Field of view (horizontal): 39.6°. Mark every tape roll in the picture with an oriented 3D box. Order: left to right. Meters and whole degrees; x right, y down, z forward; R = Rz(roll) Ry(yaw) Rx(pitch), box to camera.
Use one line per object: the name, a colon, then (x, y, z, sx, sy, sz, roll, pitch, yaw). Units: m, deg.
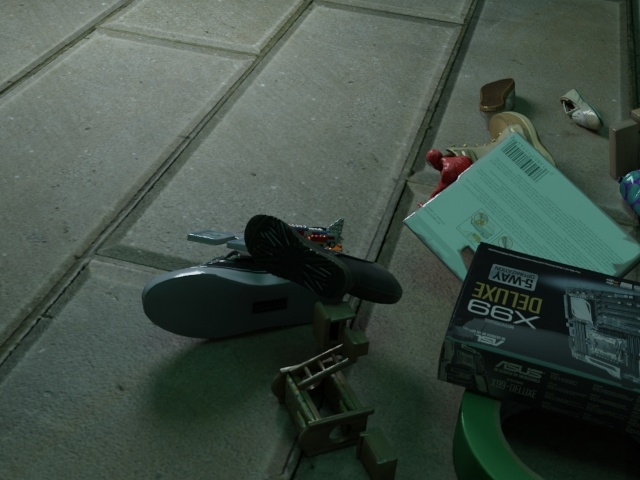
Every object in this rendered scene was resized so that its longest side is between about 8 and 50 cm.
tape roll: (0.332, 0.266, 1.131, 0.321, 0.077, 0.321, 3, 35, -2)

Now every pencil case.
pencil case: (0.619, -0.073, 1.661, 0.064, 0.070, 0.152, -4, 36, -13)

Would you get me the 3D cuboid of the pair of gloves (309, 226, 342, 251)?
pair of gloves: (0.000, 0.000, 1.531, 0.074, 0.010, 0.083, 2, 32, -2)

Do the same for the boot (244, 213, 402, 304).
boot: (0.009, 0.031, 1.261, 0.189, 0.076, 0.208, 37, 16, 20)

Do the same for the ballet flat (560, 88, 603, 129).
ballet flat: (0.582, -0.285, 1.992, 0.052, 0.057, 0.168, -23, 31, 8)

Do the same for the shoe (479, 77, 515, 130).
shoe: (0.395, -0.310, 1.996, 0.076, 0.058, 0.219, -4, 26, 23)

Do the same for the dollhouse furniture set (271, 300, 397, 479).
dollhouse furniture set: (0.017, 0.195, 1.119, 0.101, 0.161, 0.182, -10, 36, -20)

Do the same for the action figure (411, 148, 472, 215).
action figure: (0.279, -0.044, 1.577, 0.280, 0.139, 0.091, 45, 44, 14)

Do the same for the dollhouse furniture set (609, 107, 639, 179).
dollhouse furniture set: (0.639, -0.210, 1.821, 0.151, 0.144, 0.123, -19, 34, -8)

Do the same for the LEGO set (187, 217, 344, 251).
LEGO set: (-0.077, -0.016, 1.421, 0.182, 0.060, 0.244, 11, 8, 18)

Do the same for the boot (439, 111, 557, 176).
boot: (0.327, -0.171, 1.750, 0.203, 0.095, 0.262, -4, 40, -11)

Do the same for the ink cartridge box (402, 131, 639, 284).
ink cartridge box: (0.324, 0.003, 1.442, 0.261, 0.066, 0.296, -38, 69, -12)

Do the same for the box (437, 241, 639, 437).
box: (0.333, 0.129, 1.195, 0.307, 0.077, 0.242, 15, 35, 14)

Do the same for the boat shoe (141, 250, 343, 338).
boat shoe: (-0.121, 0.067, 1.334, 0.306, 0.113, 0.105, -7, 30, -21)
